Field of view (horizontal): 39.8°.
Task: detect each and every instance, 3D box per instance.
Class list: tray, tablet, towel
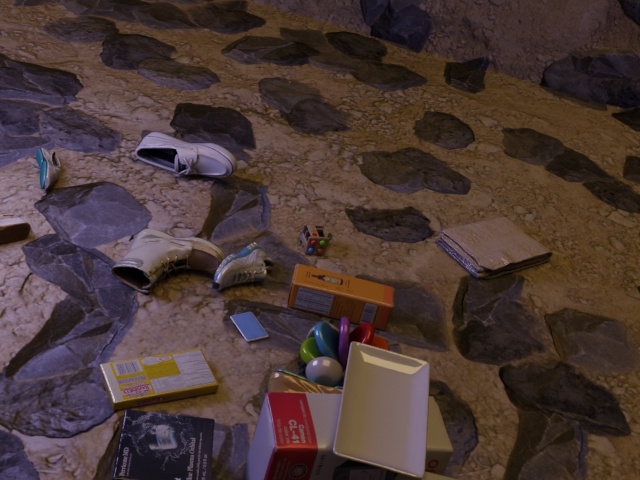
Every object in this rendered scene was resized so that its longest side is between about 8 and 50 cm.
[{"bbox_3d":[0.101,0.274,1.433,0.145,0.030,0.270,17,33,-1],"label":"tray"},{"bbox_3d":[-0.152,0.184,1.887,0.054,0.006,0.083,-9,40,-32],"label":"tablet"},{"bbox_3d":[0.463,0.013,2.346,0.282,0.049,0.187,-13,44,-36],"label":"towel"}]

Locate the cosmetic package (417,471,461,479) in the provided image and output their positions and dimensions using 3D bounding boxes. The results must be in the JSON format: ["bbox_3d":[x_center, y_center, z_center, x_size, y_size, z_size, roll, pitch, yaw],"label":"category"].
[{"bbox_3d":[0.341,0.541,1.374,0.453,0.230,0.161,15,33,-3],"label":"cosmetic package"}]

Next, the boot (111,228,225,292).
[{"bbox_3d":[-0.332,0.054,1.938,0.213,0.077,0.165,14,32,9],"label":"boot"}]

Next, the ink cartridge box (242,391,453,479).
[{"bbox_3d":[0.040,0.376,1.490,0.306,0.226,0.131,5,36,-15],"label":"ink cartridge box"}]

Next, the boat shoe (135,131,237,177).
[{"bbox_3d":[-0.353,-0.212,2.302,0.267,0.096,0.088,19,38,7],"label":"boat shoe"}]

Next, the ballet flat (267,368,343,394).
[{"bbox_3d":[0.007,0.316,1.721,0.232,0.080,0.073,14,62,2],"label":"ballet flat"}]

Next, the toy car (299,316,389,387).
[{"bbox_3d":[0.053,0.220,1.800,0.182,0.136,0.159,12,34,-5],"label":"toy car"}]

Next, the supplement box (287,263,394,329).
[{"bbox_3d":[0.045,0.127,1.987,0.233,0.080,0.078,16,33,-3],"label":"supplement box"}]

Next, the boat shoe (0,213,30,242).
[{"bbox_3d":[-0.720,-0.025,1.915,0.170,0.063,0.059,-6,36,-44],"label":"boat shoe"}]

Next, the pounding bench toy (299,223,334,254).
[{"bbox_3d":[0.000,0.000,2.172,0.083,0.052,0.065,2,36,-20],"label":"pounding bench toy"}]

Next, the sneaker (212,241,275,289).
[{"bbox_3d":[-0.168,0.068,1.995,0.083,0.071,0.190,34,38,16],"label":"sneaker"}]

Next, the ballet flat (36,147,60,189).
[{"bbox_3d":[-0.661,-0.178,2.163,0.052,0.057,0.168,8,33,-28],"label":"ballet flat"}]

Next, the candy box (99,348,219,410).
[{"bbox_3d":[-0.308,0.263,1.690,0.206,0.027,0.105,-5,41,-28],"label":"candy box"}]

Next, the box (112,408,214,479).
[{"bbox_3d":[-0.264,0.378,1.485,0.158,0.093,0.156,8,34,-9],"label":"box"}]
